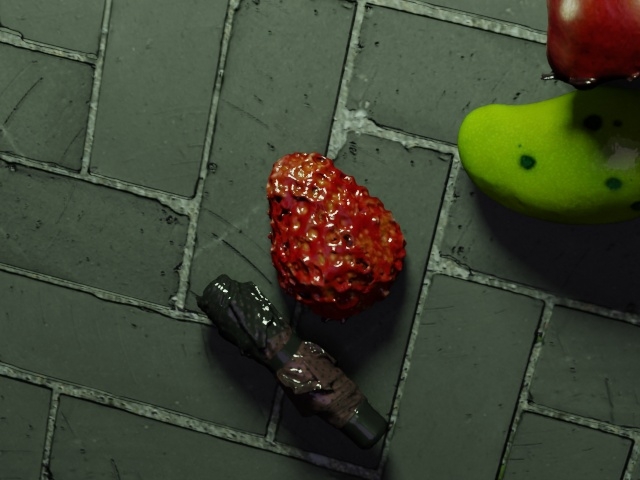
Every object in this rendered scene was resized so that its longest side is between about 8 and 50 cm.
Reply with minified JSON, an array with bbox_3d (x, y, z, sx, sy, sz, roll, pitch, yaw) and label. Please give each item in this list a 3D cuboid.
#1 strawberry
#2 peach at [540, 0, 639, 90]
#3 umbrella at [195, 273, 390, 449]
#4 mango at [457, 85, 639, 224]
[{"bbox_3d":[0.000,0.000,1.747,0.190,0.111,0.236,-26,101,21],"label":"strawberry"},{"bbox_3d":[0.409,-0.317,1.474,0.361,0.258,0.201,-11,112,18],"label":"peach"},{"bbox_3d":[-0.037,0.171,1.826,0.326,0.094,0.090,43,67,-3],"label":"umbrella"},{"bbox_3d":[0.314,-0.106,1.636,0.293,0.143,0.175,3,108,21],"label":"mango"}]
